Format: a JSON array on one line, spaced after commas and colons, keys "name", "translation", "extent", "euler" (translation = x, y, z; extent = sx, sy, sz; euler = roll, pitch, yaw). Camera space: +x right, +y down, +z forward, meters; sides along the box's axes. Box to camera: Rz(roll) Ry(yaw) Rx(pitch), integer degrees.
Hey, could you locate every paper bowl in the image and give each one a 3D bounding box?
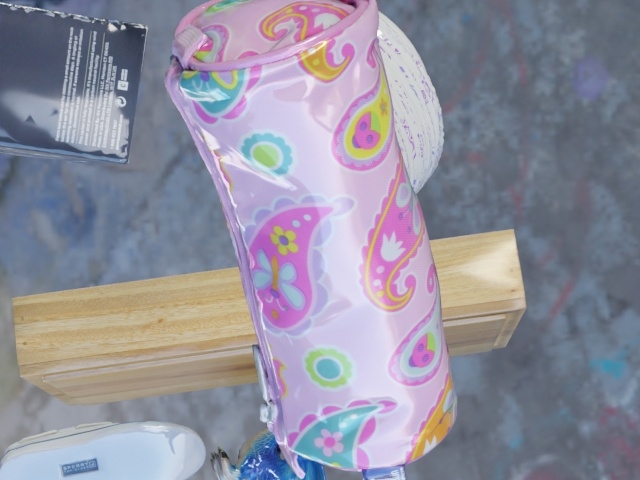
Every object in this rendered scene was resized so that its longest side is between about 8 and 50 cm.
[{"name": "paper bowl", "translation": [0.005, -0.151, 1.608], "extent": [0.284, 0.148, 0.284], "euler": [26, 142, 23]}]

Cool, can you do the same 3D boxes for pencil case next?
[{"name": "pencil case", "translation": [0.000, 0.000, 0.837], "extent": [0.124, 0.124, 0.284], "euler": [25, 136, 49]}]

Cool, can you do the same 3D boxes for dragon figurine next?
[{"name": "dragon figurine", "translation": [-0.036, 0.289, 1.685], "extent": [0.085, 0.144, 0.289], "euler": [124, 132, -69]}]

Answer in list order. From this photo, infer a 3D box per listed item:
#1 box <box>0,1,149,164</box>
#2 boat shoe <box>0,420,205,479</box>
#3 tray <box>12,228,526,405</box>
[{"name": "box", "translation": [-0.415, -0.204, 1.923], "extent": [0.343, 0.313, 0.179], "euler": [-171, 90, -73]}, {"name": "boat shoe", "translation": [-0.277, 0.265, 1.886], "extent": [0.084, 0.258, 0.095], "euler": [-117, 26, -70]}, {"name": "tray", "translation": [-0.038, 0.075, 1.292], "extent": [0.203, 0.411, 0.076], "euler": [80, -179, -77]}]
